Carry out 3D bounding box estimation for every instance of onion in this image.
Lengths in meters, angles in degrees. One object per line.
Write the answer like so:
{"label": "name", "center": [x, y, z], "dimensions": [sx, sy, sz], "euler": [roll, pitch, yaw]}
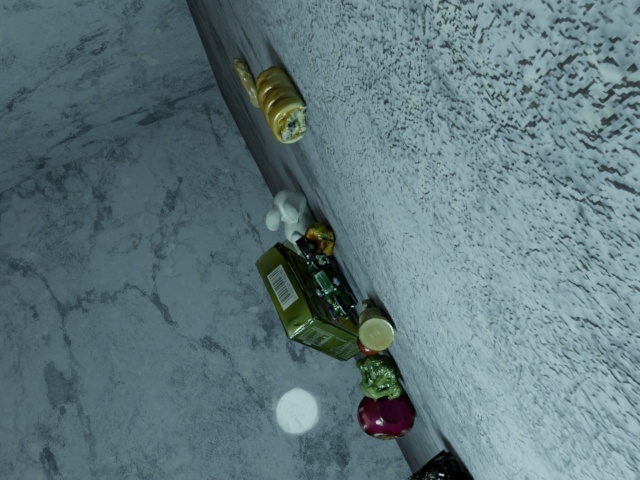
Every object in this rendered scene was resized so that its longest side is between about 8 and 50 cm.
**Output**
{"label": "onion", "center": [0.221, 0.541, 1.563], "dimensions": [0.139, 0.196, 0.217], "euler": [122, 155, -55]}

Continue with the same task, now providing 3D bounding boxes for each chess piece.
{"label": "chess piece", "center": [0.142, 0.219, 1.259], "dimensions": [0.200, 0.090, 0.090], "euler": [-73, -42, -82]}

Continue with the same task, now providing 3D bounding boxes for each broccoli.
{"label": "broccoli", "center": [0.186, 0.429, 1.480], "dimensions": [0.162, 0.138, 0.146], "euler": [42, 151, 0]}

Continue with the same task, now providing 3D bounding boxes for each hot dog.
{"label": "hot dog", "center": [0.000, 0.000, 1.520], "dimensions": [0.115, 0.072, 0.269], "euler": [64, 172, 0]}

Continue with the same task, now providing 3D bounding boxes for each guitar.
{"label": "guitar", "center": [-0.025, 0.042, 1.454], "dimensions": [0.083, 0.038, 0.271], "euler": [57, 172, -14]}

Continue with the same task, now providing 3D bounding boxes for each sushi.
{"label": "sushi", "center": [0.321, 0.643, 1.132], "dimensions": [0.172, 0.153, 0.150], "euler": [56, 173, -17]}

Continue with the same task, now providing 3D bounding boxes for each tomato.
{"label": "tomato", "center": [0.157, 0.311, 1.454], "dimensions": [0.075, 0.087, 0.087], "euler": [29, -155, -51]}

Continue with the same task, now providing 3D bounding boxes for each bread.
{"label": "bread", "center": [-0.085, -0.289, 1.012], "dimensions": [0.119, 0.084, 0.177], "euler": [78, 169, -65]}

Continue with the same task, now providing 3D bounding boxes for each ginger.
{"label": "ginger", "center": [-0.232, -0.503, 1.511], "dimensions": [0.069, 0.051, 0.173], "euler": [-122, 9, -67]}

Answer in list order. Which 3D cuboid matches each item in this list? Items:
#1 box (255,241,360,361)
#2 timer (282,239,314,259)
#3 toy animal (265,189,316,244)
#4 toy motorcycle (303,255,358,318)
{"label": "box", "center": [-0.028, 0.241, 1.810], "dimensions": [0.420, 0.138, 0.372], "euler": [38, -163, -50]}
{"label": "timer", "center": [-0.088, 0.025, 2.198], "dimensions": [0.175, 0.175, 0.266], "euler": [63, 155, 13]}
{"label": "toy animal", "center": [-0.099, -0.075, 1.660], "dimensions": [0.193, 0.128, 0.178], "euler": [60, -155, -45]}
{"label": "toy motorcycle", "center": [0.029, 0.153, 1.670], "dimensions": [0.274, 0.125, 0.187], "euler": [58, -175, 9]}
